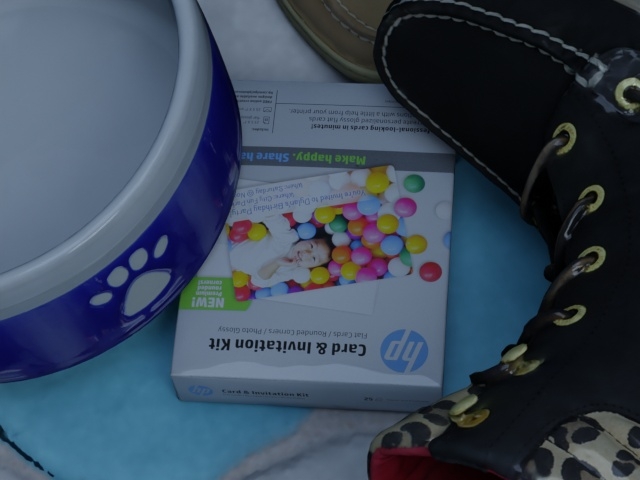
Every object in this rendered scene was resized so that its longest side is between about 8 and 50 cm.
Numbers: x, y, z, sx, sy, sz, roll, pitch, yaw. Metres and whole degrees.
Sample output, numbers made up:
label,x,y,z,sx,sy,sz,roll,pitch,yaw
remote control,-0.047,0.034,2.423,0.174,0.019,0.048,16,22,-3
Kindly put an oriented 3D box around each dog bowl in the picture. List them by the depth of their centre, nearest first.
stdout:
label,x,y,z,sx,sy,sz,roll,pitch,yaw
dog bowl,-0.179,-0.060,1.041,0.264,0.104,0.265,-6,61,12

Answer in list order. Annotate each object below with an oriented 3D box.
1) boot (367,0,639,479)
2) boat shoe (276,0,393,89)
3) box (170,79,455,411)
label,x,y,z,sx,sy,sz,roll,pitch,yaw
boot,0.122,0.026,0.913,0.377,0.138,0.284,35,55,19
boat shoe,0.004,-0.242,1.143,0.121,0.110,0.341,-18,62,-6
box,0.000,0.000,1.056,0.145,0.038,0.186,3,63,6
